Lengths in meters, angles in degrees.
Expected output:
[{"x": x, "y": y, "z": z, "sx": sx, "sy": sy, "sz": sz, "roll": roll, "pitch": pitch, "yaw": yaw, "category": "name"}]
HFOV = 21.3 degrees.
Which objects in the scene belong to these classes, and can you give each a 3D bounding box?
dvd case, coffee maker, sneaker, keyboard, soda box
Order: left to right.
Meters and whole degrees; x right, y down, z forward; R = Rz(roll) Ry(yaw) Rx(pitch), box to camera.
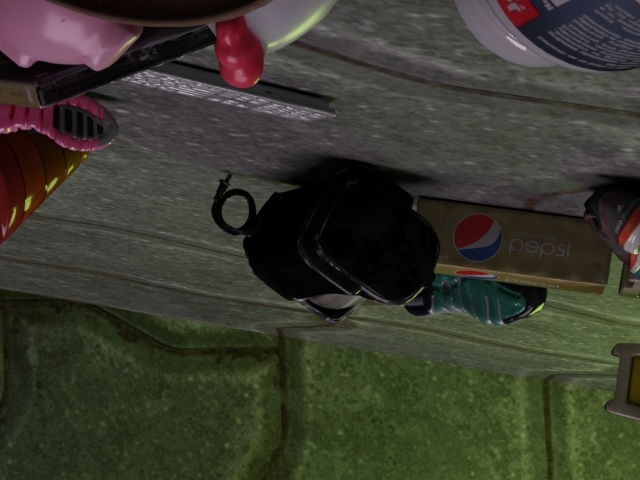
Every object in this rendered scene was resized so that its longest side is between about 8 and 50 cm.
[{"x": -0.218, "y": -0.101, "z": 1.352, "sx": 0.119, "sy": 0.047, "sz": 0.057, "roll": 13, "pitch": -174, "yaw": -1, "category": "sneaker"}, {"x": -0.140, "y": -0.110, "z": 0.906, "sx": 0.164, "sy": 0.018, "sz": 0.221, "roll": -26, "pitch": -157, "yaw": -35, "category": "dvd case"}, {"x": -0.118, "y": -0.117, "z": 1.220, "sx": 0.256, "sy": 0.014, "sz": 0.072, "roll": 12, "pitch": 171, "yaw": -19, "category": "keyboard"}, {"x": 0.000, "y": 0.000, "z": 1.507, "sx": 0.171, "sy": 0.120, "sz": 0.178, "roll": 12, "pitch": 170, "yaw": -15, "category": "coffee maker"}, {"x": 0.181, "y": 0.040, "z": 1.803, "sx": 0.098, "sy": 0.083, "sz": 0.224, "roll": -10, "pitch": -172, "yaw": -33, "category": "sneaker"}, {"x": 0.175, "y": 0.006, "z": 1.559, "sx": 0.181, "sy": 0.061, "sz": 0.058, "roll": 8, "pitch": 170, "yaw": 7, "category": "soda box"}, {"x": 0.252, "y": -0.019, "z": 1.407, "sx": 0.065, "sy": 0.061, "sz": 0.158, "roll": 34, "pitch": 177, "yaw": 16, "category": "sneaker"}]

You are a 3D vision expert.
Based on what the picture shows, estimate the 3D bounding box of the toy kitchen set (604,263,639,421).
[{"x": 0.340, "y": 0.088, "z": 1.580, "sx": 0.122, "sy": 0.166, "sz": 0.207, "roll": 8, "pitch": 171, "yaw": 7, "category": "toy kitchen set"}]

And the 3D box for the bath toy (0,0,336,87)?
[{"x": -0.137, "y": -0.133, "z": 0.765, "sx": 0.348, "sy": 0.129, "sz": 0.151, "roll": 4, "pitch": 170, "yaw": 22, "category": "bath toy"}]

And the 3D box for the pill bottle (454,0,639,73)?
[{"x": 0.119, "y": -0.122, "z": 0.648, "sx": 0.108, "sy": 0.108, "sz": 0.180, "roll": 11, "pitch": 170, "yaw": -16, "category": "pill bottle"}]

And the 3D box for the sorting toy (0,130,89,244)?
[{"x": -0.331, "y": -0.068, "z": 1.570, "sx": 0.126, "sy": 0.127, "sz": 0.365, "roll": -21, "pitch": -166, "yaw": -35, "category": "sorting toy"}]

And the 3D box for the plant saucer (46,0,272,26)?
[{"x": -0.081, "y": -0.162, "z": 0.614, "sx": 0.199, "sy": 0.036, "sz": 0.198, "roll": 13, "pitch": 142, "yaw": 11, "category": "plant saucer"}]
